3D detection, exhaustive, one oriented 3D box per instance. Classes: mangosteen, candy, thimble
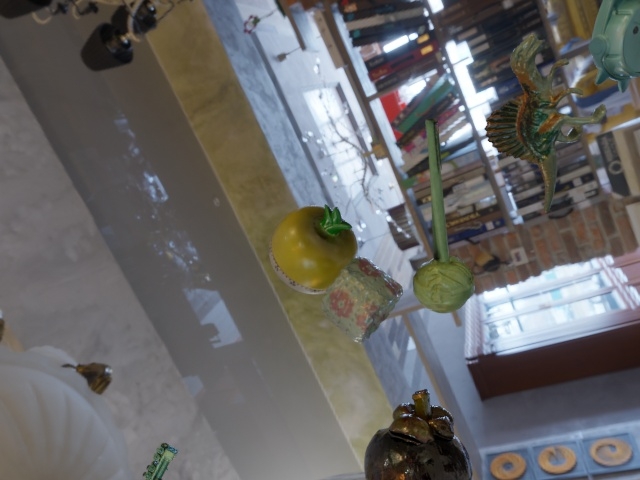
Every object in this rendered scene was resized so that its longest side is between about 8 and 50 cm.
[{"bbox_3d":[0.234,0.511,1.189,0.275,0.274,0.303,12,-97,-65],"label":"mangosteen"},{"bbox_3d":[0.176,-0.025,0.738,0.092,0.093,0.336,-39,-49,-32],"label":"candy"},{"bbox_3d":[0.102,0.144,1.241,0.149,0.185,0.211,40,168,17],"label":"thimble"}]

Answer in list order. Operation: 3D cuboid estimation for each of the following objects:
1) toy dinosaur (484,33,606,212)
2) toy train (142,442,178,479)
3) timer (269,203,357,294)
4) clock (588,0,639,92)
[{"bbox_3d":[0.229,-0.117,0.535,0.044,0.106,0.187,-77,-4,-46],"label":"toy dinosaur"},{"bbox_3d":[-0.344,0.480,1.069,0.045,0.092,0.029,27,-177,4],"label":"toy train"},{"bbox_3d":[0.000,0.000,1.453,0.285,0.285,0.285,50,-151,-41],"label":"timer"},{"bbox_3d":[0.804,-0.522,1.264,0.094,0.223,0.274,-136,53,-60],"label":"clock"}]
